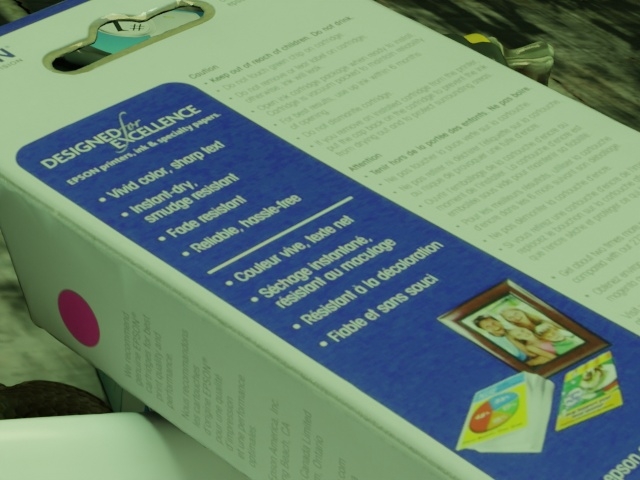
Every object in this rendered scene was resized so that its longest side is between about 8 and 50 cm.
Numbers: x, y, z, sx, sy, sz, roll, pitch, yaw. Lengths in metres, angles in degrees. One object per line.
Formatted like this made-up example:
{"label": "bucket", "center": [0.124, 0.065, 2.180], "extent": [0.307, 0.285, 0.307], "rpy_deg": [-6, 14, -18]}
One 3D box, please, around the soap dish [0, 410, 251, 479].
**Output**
{"label": "soap dish", "center": [-0.037, 0.162, 0.451], "extent": [0.229, 0.118, 0.291], "rpy_deg": [0, 27, -29]}

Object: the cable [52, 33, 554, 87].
{"label": "cable", "center": [-0.020, -0.035, 0.707], "extent": [0.287, 0.072, 0.139], "rpy_deg": [-5, 46, -8]}

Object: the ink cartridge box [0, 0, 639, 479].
{"label": "ink cartridge box", "center": [0.039, 0.014, 0.544], "extent": [0.371, 0.069, 0.176], "rpy_deg": [33, 45, 32]}

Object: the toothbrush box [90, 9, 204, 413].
{"label": "toothbrush box", "center": [0.000, 0.000, 0.823], "extent": [0.216, 0.126, 0.295], "rpy_deg": [3, 27, -20]}

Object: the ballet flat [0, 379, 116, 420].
{"label": "ballet flat", "center": [-0.166, 0.087, 0.593], "extent": [0.058, 0.084, 0.250], "rpy_deg": [40, 29, 30]}
